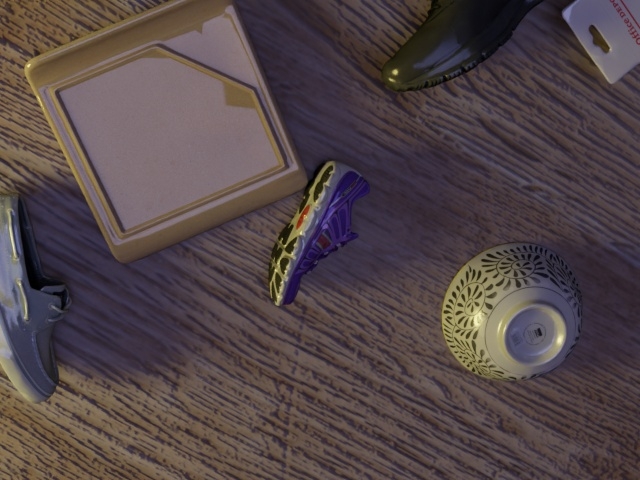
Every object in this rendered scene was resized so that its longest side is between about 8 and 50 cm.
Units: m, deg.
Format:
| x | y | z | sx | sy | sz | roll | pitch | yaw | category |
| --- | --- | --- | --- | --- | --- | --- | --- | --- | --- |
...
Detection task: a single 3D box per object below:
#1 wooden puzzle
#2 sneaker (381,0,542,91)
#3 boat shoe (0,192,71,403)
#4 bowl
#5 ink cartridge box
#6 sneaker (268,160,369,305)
| x | y | z | sx | sy | sz | roll | pitch | yaw | category |
| --- | --- | --- | --- | --- | --- | --- | --- | --- | --- |
| -0.154 | -0.118 | 1.043 | 0.221 | 0.044 | 0.238 | -23 | 112 | -2 | wooden puzzle |
| 0.163 | -0.263 | 1.025 | 0.286 | 0.109 | 0.130 | -41 | 101 | -6 | sneaker |
| -0.304 | 0.059 | 1.046 | 0.081 | 0.079 | 0.227 | -16 | 104 | 1 | boat shoe |
| 0.228 | 0.093 | 1.133 | 0.170 | 0.080 | 0.170 | -2 | 104 | -8 | bowl |
| 0.338 | -0.261 | 1.062 | 0.180 | 0.060 | 0.104 | -40 | 108 | 3 | ink cartridge box |
| 0.000 | 0.000 | 1.083 | 0.071 | 0.068 | 0.169 | 26 | 99 | -20 | sneaker |
